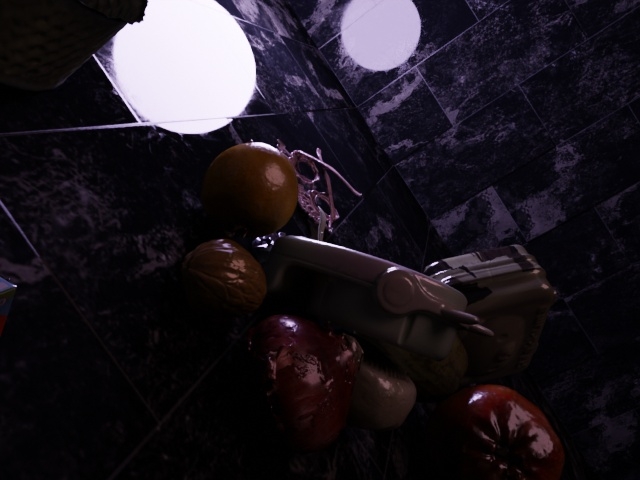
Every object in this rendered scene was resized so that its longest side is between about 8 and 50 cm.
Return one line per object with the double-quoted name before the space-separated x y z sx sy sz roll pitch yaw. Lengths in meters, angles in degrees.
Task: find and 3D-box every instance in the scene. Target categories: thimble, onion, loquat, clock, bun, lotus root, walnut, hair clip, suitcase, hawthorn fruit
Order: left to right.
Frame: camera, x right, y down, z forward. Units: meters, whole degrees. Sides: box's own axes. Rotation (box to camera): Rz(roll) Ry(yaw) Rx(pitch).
"thimble" -0.346 -0.314 0.631 0.270 0.150 0.270 48 21 -26
"walnut" -0.119 0.052 0.707 0.124 0.105 0.105 44 23 -46
"loquat" -0.107 -0.073 0.849 0.163 0.163 0.137 67 8 26
"hair clip" -0.065 0.021 0.970 0.124 0.052 0.195 68 15 11
"onion" -0.016 0.167 0.706 0.183 0.147 0.184 60 4 -7
"bun" 0.058 0.220 0.847 0.167 0.113 0.173 37 5 23
"clock" 0.089 0.096 0.852 0.325 0.108 0.265 16 -10 30
"lotus root" 0.188 0.215 1.093 0.309 0.173 0.173 43 23 -26
"suitcase" 0.329 0.194 1.266 0.193 0.340 0.351 -107 -171 -45
"hawthorn fruit" 0.318 0.409 1.078 0.300 0.254 0.254 84 -17 -67

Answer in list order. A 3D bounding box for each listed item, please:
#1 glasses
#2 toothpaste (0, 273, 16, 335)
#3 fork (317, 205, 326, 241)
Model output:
"glasses" -0.010 -0.134 1.293 0.162 0.095 0.255 -7 62 -51
"toothpaste" -0.281 0.073 0.342 0.044 0.070 0.193 29 17 7
"fork" -0.005 0.003 1.155 0.034 0.028 0.219 36 34 -31
